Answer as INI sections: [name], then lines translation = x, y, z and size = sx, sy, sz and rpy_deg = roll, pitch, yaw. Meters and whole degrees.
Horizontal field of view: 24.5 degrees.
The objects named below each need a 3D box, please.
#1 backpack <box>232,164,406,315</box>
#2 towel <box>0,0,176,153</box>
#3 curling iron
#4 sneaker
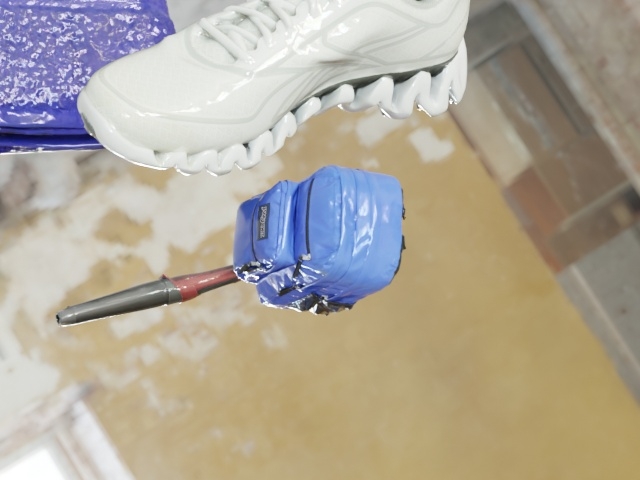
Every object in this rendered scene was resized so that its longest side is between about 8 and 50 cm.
[backpack]
translation = 0.000, 0.000, 1.053
size = 0.101, 0.098, 0.120
rpy_deg = 7, 166, -32
[towel]
translation = -0.241, -0.223, 1.271
size = 0.227, 0.308, 0.076
rpy_deg = -2, 164, -31
[curling iron]
translation = -0.155, 0.041, 1.580
size = 0.274, 0.035, 0.068
rpy_deg = -17, 136, -22
[sneaker]
translation = -0.021, -0.127, 0.932
size = 0.292, 0.110, 0.118
rpy_deg = -20, 143, -33
